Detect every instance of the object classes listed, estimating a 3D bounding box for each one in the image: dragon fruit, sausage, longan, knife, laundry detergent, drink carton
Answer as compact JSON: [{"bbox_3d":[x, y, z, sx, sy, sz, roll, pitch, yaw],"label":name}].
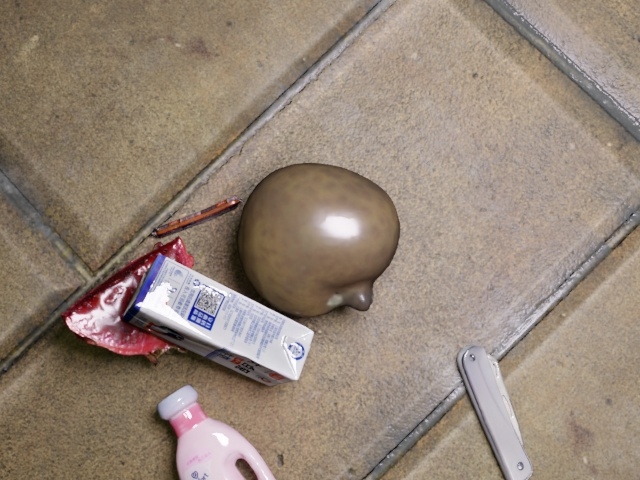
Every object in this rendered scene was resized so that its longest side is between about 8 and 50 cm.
[{"bbox_3d":[-0.344,0.146,1.120,0.262,0.134,0.211,-36,98,-36],"label":"dragon fruit"},{"bbox_3d":[-0.250,-0.047,1.188,0.198,0.025,0.028,-22,51,1],"label":"sausage"},{"bbox_3d":[0.000,0.000,1.058,0.300,0.243,0.300,2,96,17],"label":"longan"},{"bbox_3d":[0.331,0.323,1.101,0.073,0.040,0.266,-18,83,-9],"label":"knife"},{"bbox_3d":[-0.191,0.431,1.102,0.159,0.088,0.335,-33,82,-5],"label":"laundry detergent"},{"bbox_3d":[-0.180,0.154,1.045,0.315,0.130,0.107,30,63,-17],"label":"drink carton"}]
